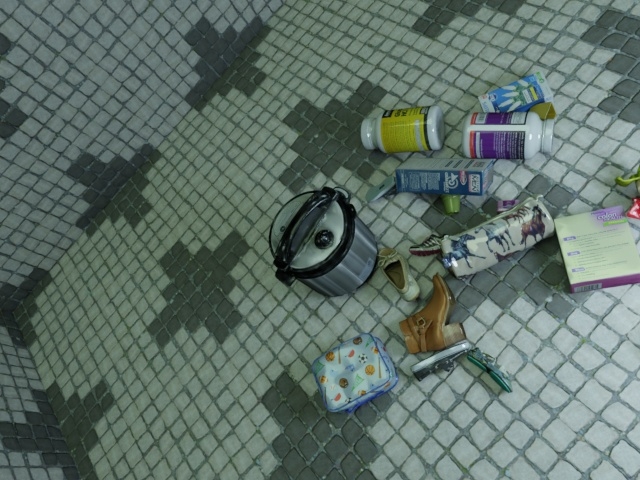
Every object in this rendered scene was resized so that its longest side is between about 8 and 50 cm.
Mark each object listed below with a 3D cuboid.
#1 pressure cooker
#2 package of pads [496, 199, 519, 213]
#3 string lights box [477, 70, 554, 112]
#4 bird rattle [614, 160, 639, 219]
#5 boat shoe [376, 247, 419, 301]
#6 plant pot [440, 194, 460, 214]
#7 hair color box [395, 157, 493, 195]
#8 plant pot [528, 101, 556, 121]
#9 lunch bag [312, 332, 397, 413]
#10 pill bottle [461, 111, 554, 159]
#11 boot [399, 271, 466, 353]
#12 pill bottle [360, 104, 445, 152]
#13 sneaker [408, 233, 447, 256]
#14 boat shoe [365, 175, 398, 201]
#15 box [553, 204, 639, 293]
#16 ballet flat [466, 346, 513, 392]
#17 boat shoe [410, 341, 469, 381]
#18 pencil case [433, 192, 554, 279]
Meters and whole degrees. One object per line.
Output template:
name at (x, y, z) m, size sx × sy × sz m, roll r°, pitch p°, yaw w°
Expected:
pressure cooker at (0.005, 0.001, 1.979) m, size 0.376 × 0.420 × 0.369 m, roll -16°, pitch 62°, yaw 22°
package of pads at (0.718, -0.129, 1.896) m, size 0.083 × 0.032 × 0.050 m, roll -1°, pitch 69°, yaw 27°
string lights box at (0.796, -0.570, 2.027) m, size 0.260 × 0.077 × 0.133 m, roll -20°, pitch 62°, yaw 19°
bird rattle at (1.096, -0.154, 1.617) m, size 0.143 × 0.207 × 0.253 m, roll 118°, pitch 158°, yaw -45°
boat shoe at (0.297, 0.115, 1.950) m, size 0.104 × 0.089 × 0.285 m, roll -41°, pitch 41°, yaw 10°
plant pot at (0.525, -0.145, 1.984) m, size 0.083 × 0.083 × 0.079 m, roll -9°, pitch 77°, yaw 24°
hair color box at (0.493, -0.258, 1.979) m, size 0.347 × 0.105 × 0.174 m, roll 6°, pitch 27°, yaw 31°
plant pot at (0.867, -0.492, 1.955) m, size 0.083 × 0.081 × 0.081 m, roll 16°, pitch 76°, yaw 43°
lunch bag at (0.125, 0.510, 1.874) m, size 0.303 × 0.115 × 0.243 m, roll -32°, pitch 59°, yaw 11°
pill bottle at (0.725, -0.406, 1.923) m, size 0.323 × 0.181 × 0.181 m, roll 7°, pitch 72°, yaw 26°
boot at (0.399, 0.276, 1.852) m, size 0.220 × 0.109 × 0.283 m, roll -23°, pitch 67°, yaw 22°
pill bottle at (0.355, -0.476, 2.149) m, size 0.334 × 0.188 × 0.187 m, roll 1°, pitch 69°, yaw 28°
sneaker at (0.434, 0.014, 1.964) m, size 0.170 × 0.063 × 0.074 m, roll -10°, pitch 64°, yaw 18°
boat shoe at (0.281, -0.212, 2.150) m, size 0.183 × 0.083 × 0.065 m, roll -33°, pitch 52°, yaw 44°
box at (0.925, 0.033, 1.663) m, size 0.214 × 0.117 × 0.243 m, roll -14°, pitch 63°, yaw 22°
ballet flat at (0.591, 0.434, 1.693) m, size 0.070 × 0.070 × 0.188 m, roll -49°, pitch 59°, yaw 0°
boat shoe at (0.435, 0.438, 1.768) m, size 0.228 × 0.080 × 0.076 m, roll -29°, pitch 75°, yaw 10°
pencil case at (0.630, -0.012, 1.798) m, size 0.410 × 0.183 × 0.160 m, roll -29°, pitch 27°, yaw 15°
